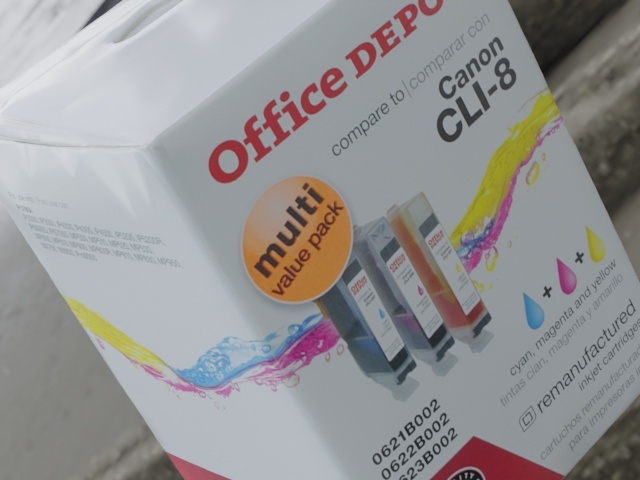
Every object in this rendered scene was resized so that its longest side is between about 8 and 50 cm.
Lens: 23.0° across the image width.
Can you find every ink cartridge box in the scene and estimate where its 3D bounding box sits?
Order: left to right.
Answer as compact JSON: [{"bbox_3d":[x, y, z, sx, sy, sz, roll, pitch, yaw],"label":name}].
[{"bbox_3d":[0.000,0.000,0.498,0.128,0.176,0.127,-42,27,-24],"label":"ink cartridge box"}]
